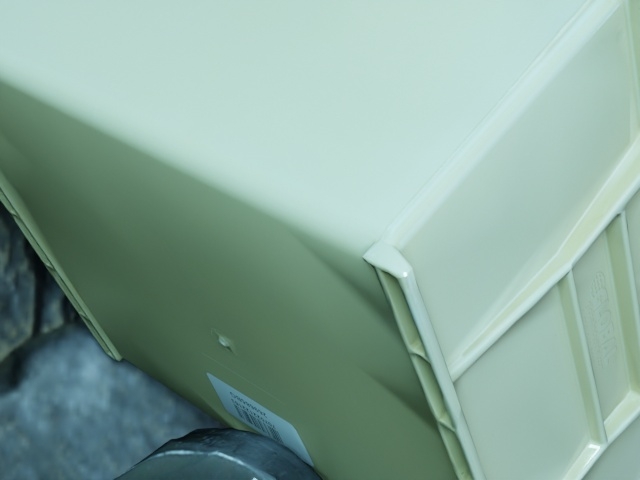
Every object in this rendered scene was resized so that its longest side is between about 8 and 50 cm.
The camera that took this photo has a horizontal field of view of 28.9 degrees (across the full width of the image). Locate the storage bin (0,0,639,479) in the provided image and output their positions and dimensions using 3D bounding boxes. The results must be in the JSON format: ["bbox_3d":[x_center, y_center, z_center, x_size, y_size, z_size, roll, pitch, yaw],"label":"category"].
[{"bbox_3d":[0.000,0.000,0.486,0.123,0.262,0.260,-48,141,-21],"label":"storage bin"}]

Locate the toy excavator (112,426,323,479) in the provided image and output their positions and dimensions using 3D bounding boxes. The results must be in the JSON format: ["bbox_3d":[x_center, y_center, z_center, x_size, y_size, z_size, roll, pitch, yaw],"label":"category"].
[{"bbox_3d":[-0.148,0.331,0.405,0.222,0.433,0.445,8,63,-76],"label":"toy excavator"}]
